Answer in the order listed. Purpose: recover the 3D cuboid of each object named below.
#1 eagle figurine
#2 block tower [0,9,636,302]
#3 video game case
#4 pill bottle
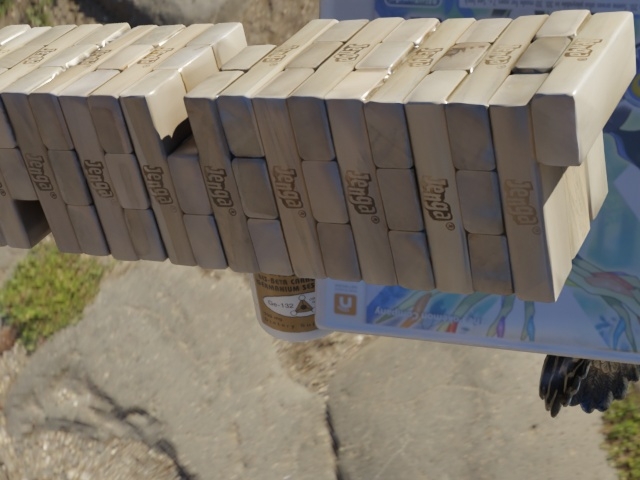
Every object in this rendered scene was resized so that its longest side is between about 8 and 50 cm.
[{"bbox_3d":[0.285,0.031,1.209,0.226,0.225,0.298,-11,69,-22],"label":"eagle figurine"},{"bbox_3d":[-0.031,-0.045,0.515,0.335,0.097,0.091,3,33,28],"label":"block tower"},{"bbox_3d":[0.158,-0.056,0.862,0.329,0.036,0.300,5,108,13],"label":"video game case"},{"bbox_3d":[-0.034,0.008,1.431,0.131,0.229,0.131,-5,37,4],"label":"pill bottle"}]
